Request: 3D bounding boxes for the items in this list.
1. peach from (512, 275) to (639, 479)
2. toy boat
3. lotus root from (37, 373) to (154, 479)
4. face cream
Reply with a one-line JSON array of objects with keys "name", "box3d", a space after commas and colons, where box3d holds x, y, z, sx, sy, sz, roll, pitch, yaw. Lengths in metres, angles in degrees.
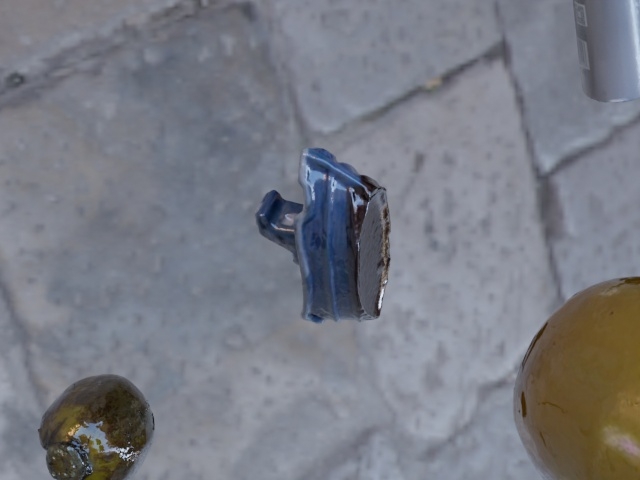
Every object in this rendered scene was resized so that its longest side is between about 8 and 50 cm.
[{"name": "peach", "box3d": [0.223, 0.130, 0.870, 0.153, 0.251, 0.251, -52, 129, -14]}, {"name": "toy boat", "box3d": [0.000, 0.000, 1.751, 0.309, 0.142, 0.129, 85, 28, -54]}, {"name": "lotus root", "box3d": [-0.237, 0.206, 1.681, 0.209, 0.120, 0.120, -56, 138, -74]}, {"name": "face cream", "box3d": [0.278, -0.274, 1.521, 0.107, 0.073, 0.269, -101, 179, -67]}]
